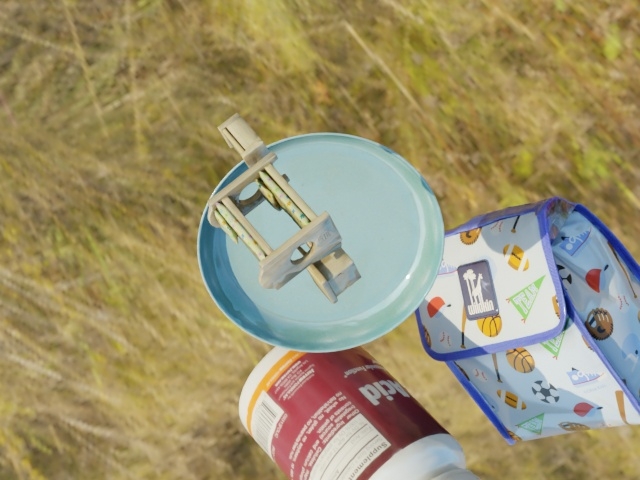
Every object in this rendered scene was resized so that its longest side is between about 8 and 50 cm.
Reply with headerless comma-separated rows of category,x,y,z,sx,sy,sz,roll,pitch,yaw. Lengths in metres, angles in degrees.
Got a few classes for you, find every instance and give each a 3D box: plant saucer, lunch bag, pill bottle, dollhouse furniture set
plant saucer,0.000,0.000,1.732,0.317,0.044,0.318,-2,117,-4
lunch bag,0.345,0.123,2.140,0.328,0.385,0.239,-18,-156,48
pill bottle,0.073,0.323,2.003,0.224,0.392,0.224,-28,141,-25
dollhouse furniture set,-0.061,-0.018,1.509,0.101,0.182,0.161,-38,149,-6
